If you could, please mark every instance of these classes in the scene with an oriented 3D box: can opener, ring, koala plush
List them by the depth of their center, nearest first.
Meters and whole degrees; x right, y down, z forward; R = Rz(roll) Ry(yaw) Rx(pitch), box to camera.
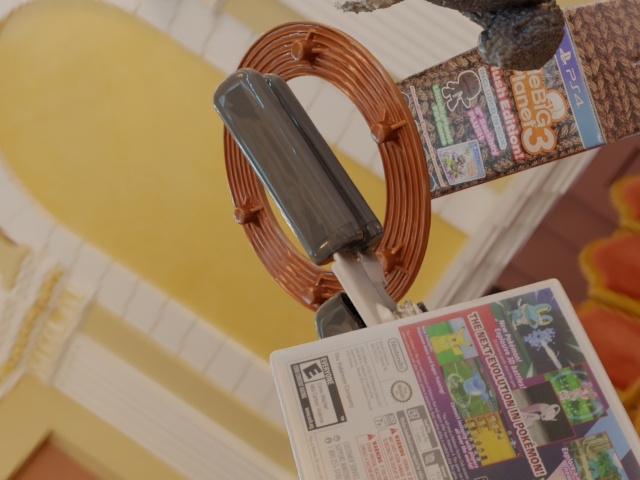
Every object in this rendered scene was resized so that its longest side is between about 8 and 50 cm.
[{"bbox_3d":[0.000,0.000,0.932,0.093,0.280,0.074,-34,-13,21],"label":"can opener"},{"bbox_3d":[0.102,-0.252,1.015,0.221,0.203,0.196,-19,-39,-54],"label":"koala plush"},{"bbox_3d":[-0.009,-0.070,1.374,0.032,0.336,0.336,-17,-29,-37],"label":"ring"}]

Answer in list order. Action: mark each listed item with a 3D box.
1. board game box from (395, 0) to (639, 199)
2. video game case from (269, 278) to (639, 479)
[{"bbox_3d":[0.253,-0.159,1.395,0.232,0.141,0.291,-18,1,-40],"label":"board game box"},{"bbox_3d":[0.079,0.117,0.695,0.201,0.183,0.023,-108,5,-46],"label":"video game case"}]
